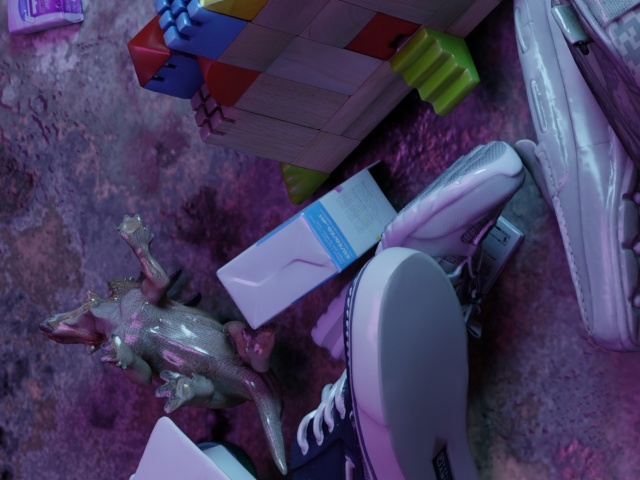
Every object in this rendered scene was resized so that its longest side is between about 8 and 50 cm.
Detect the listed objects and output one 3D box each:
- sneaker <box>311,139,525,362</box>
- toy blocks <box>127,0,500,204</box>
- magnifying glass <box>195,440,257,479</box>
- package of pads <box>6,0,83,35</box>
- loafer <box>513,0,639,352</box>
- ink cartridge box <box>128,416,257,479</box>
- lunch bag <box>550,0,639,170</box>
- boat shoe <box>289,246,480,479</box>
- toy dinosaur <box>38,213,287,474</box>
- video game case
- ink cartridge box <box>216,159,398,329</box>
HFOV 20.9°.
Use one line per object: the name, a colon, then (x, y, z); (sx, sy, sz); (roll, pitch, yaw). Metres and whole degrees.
sneaker: (0.104, 0.026, 1.444); (0.115, 0.105, 0.281); (42, 136, 7)
toy blocks: (-0.020, -0.199, 1.413); (0.381, 0.261, 0.191); (-44, 49, 36)
magnifying glass: (-0.112, 0.304, 1.652); (0.092, 0.026, 0.231); (14, 99, 33)
package of pads: (-0.280, -0.238, 1.758); (0.083, 0.032, 0.050); (-7, 89, 34)
loafer: (0.214, -0.066, 1.389); (0.111, 0.112, 0.320); (-13, 76, 38)
ink cartridge box: (-0.095, 0.329, 1.521); (0.207, 0.119, 0.353); (41, 123, 28)
lunch bag: (0.312, -0.189, 1.186); (0.305, 0.256, 0.213); (-30, 75, 8)
boat shoe: (0.035, 0.146, 1.429); (0.158, 0.127, 0.341); (14, 127, 36)
toy dinosaur: (-0.118, 0.100, 1.578); (0.295, 0.200, 0.127); (33, 79, 15)
video game case: (0.113, 0.019, 1.508); (0.087, 0.011, 0.122); (41, 111, 26)
ink cartridge box: (0.000, 0.000, 1.498); (0.104, 0.181, 0.062); (-34, 92, 29)
